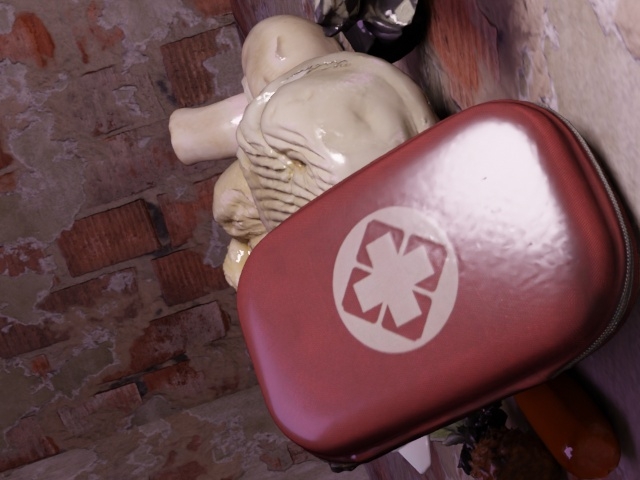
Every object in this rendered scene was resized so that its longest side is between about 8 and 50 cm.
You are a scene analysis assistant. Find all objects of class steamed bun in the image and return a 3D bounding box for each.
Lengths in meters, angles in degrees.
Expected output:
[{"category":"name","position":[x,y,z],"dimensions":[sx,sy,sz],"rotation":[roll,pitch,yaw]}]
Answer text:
[{"category":"steamed bun","position":[0.068,-0.077,1.399],"dimensions":[0.352,0.247,0.339],"rotation":[63,159,-12]},{"category":"steamed bun","position":[0.005,0.001,1.709],"dimensions":[0.372,0.324,0.230],"rotation":[87,166,-46]}]

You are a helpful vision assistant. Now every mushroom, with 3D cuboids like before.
[{"category":"mushroom","position":[-0.058,-0.232,1.929],"dimensions":[0.356,0.315,0.315],"rotation":[-18,91,48]}]

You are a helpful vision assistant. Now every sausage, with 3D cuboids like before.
[{"category":"sausage","position":[0.267,0.191,1.201],"dimensions":[0.197,0.076,0.076],"rotation":[-121,15,-66]}]

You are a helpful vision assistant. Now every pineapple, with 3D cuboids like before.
[{"category":"pineapple","position":[0.233,0.285,1.508],"dimensions":[0.130,0.119,0.277],"rotation":[65,174,-19]}]

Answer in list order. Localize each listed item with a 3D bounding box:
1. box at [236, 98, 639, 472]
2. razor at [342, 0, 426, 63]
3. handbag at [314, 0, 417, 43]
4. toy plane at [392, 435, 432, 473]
[{"category":"box","position":[0.093,0.043,1.018],"dimensions":[0.108,0.404,0.263],"rotation":[9,-125,-55]},{"category":"razor","position":[0.033,-0.389,1.381],"dimensions":[0.189,0.107,0.327],"rotation":[101,150,-77]},{"category":"handbag","position":[0.004,-0.386,1.066],"dimensions":[0.416,0.180,0.317],"rotation":[-129,41,-61]},{"category":"toy plane","position":[0.160,0.169,1.386],"dimensions":[0.118,0.252,0.252],"rotation":[39,154,36]}]
